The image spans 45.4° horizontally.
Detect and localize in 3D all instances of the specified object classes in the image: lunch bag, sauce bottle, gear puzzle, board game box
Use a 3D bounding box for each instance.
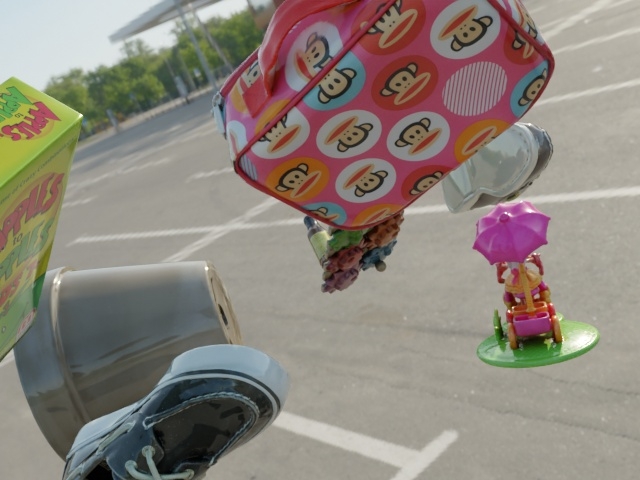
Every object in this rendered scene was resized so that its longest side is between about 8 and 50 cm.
[{"bbox_3d":[0.047,-0.147,0.724,0.293,0.258,0.120,-39,51,26],"label":"lunch bag"},{"bbox_3d":[0.000,0.000,1.425,0.042,0.042,0.128,-24,50,-1],"label":"sauce bottle"},{"bbox_3d":[0.086,-0.017,1.262,0.175,0.044,0.339,-32,-23,-20],"label":"gear puzzle"},{"bbox_3d":[-0.185,0.013,0.407,0.181,0.043,0.092,-59,2,41],"label":"board game box"}]

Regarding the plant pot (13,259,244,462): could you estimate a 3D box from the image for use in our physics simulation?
[{"bbox_3d":[-0.276,0.164,1.206,0.280,0.323,0.323,-19,15,-1],"label":"plant pot"}]

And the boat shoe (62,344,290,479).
[{"bbox_3d":[-0.105,0.143,0.518,0.219,0.077,0.070,-35,24,34],"label":"boat shoe"}]

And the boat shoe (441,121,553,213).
[{"bbox_3d":[0.295,-0.118,1.239,0.096,0.117,0.324,-10,-10,-13],"label":"boat shoe"}]

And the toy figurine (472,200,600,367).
[{"bbox_3d":[0.220,0.033,0.832,0.130,0.159,0.173,-11,8,16],"label":"toy figurine"}]
